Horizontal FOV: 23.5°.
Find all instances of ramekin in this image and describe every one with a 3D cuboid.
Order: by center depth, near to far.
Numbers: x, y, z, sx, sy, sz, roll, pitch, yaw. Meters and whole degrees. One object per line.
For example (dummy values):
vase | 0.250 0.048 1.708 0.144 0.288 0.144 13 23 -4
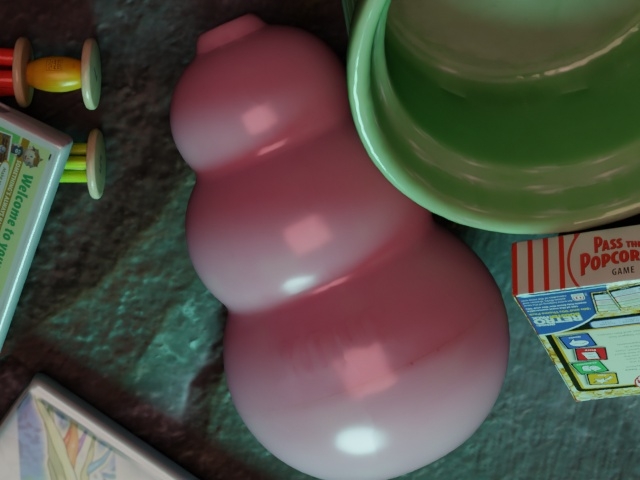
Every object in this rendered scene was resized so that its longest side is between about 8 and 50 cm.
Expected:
ramekin | 0.154 -0.163 0.992 0.303 0.148 0.303 -7 134 -7

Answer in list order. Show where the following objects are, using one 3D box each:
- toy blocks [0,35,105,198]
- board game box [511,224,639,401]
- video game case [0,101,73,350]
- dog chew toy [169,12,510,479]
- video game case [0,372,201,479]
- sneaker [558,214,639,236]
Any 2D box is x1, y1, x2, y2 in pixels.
toy blocks | -0.236 -0.089 1.128 0.148 0.054 0.123 1 109 2
board game box | 0.231 0.054 1.095 0.147 0.045 0.193 -8 150 19
video game case | -0.299 -0.029 1.132 0.193 0.023 0.212 26 120 2
dog chew toy | 0.000 0.000 1.083 0.207 0.206 0.331 -22 100 9
video game case | -0.179 0.318 1.240 0.329 0.036 0.300 36 95 -7
sneaker | 0.239 -0.009 1.144 0.170 0.051 0.089 17 114 -1
